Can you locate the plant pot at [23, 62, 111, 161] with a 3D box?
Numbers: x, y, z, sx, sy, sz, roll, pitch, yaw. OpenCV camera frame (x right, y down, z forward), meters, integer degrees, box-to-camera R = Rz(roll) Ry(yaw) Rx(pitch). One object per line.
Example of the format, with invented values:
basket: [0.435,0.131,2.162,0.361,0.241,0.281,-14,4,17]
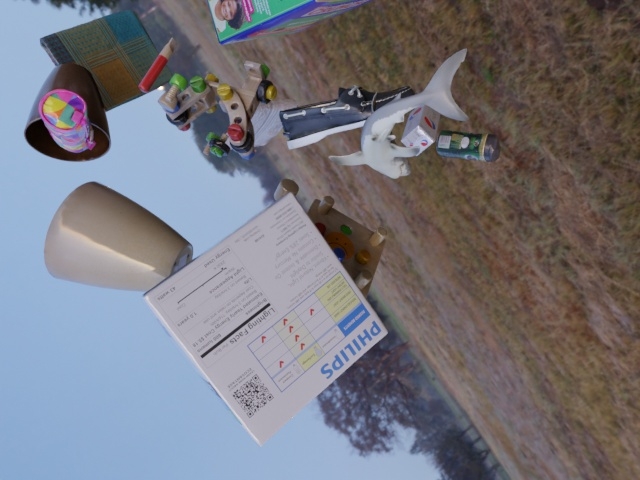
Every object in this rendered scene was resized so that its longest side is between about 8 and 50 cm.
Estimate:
plant pot: [-0.709,-0.378,1.413,0.215,0.216,0.230,47,-149,-63]

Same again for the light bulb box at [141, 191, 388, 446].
light bulb box: [-0.122,0.155,1.057,0.361,0.358,0.225,55,160,-7]

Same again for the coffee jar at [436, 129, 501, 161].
coffee jar: [0.462,-0.294,1.544,0.185,0.079,0.096,13,176,28]

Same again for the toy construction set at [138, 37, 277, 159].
toy construction set: [-0.255,-0.371,1.216,0.258,0.237,0.309,20,168,40]

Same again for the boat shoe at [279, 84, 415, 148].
boat shoe: [0.052,-0.280,1.057,0.114,0.303,0.091,-64,-44,-68]

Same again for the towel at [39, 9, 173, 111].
towel: [-0.691,-0.593,1.648,0.370,0.040,0.271,-48,-62,-42]

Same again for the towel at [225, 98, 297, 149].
towel: [-0.218,-0.397,1.722,0.282,0.187,0.049,-35,74,54]

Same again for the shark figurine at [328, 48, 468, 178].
shark figurine: [0.110,-0.199,0.795,0.278,0.166,0.116,120,153,-69]

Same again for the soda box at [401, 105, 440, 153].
soda box: [0.302,-0.342,1.485,0.069,0.074,0.216,41,-142,-12]

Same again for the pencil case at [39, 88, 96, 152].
pencil case: [-0.587,-0.275,1.167,0.104,0.104,0.236,56,163,-9]

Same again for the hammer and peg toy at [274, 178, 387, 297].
hammer and peg toy: [0.000,0.000,1.410,0.361,0.127,0.266,30,-134,-6]

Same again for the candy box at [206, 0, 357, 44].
candy box: [-0.033,-0.516,1.022,0.317,0.268,0.122,-1,113,45]

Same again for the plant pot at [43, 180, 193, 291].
plant pot: [-0.464,0.020,1.216,0.274,0.256,0.256,20,-177,4]
